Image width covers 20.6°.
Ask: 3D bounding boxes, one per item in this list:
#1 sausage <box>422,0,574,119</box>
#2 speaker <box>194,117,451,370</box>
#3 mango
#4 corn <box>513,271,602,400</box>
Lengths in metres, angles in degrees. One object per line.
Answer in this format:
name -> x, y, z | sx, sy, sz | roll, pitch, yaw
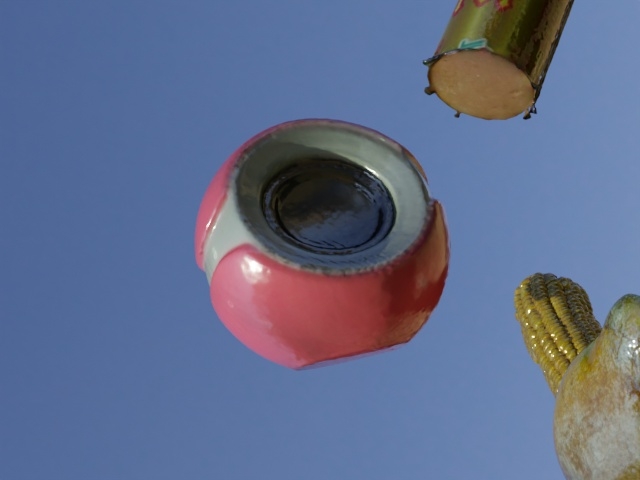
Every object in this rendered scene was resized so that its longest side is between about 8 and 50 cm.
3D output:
sausage -> 0.225, -0.281, 1.908 | 0.117, 0.125, 0.317 | 76, -146, -59
speaker -> 0.000, 0.000, 2.006 | 0.294, 0.294, 0.294 | -26, -55, -44
mango -> 0.340, 0.182, 1.865 | 0.146, 0.193, 0.316 | -33, -36, -30
corn -> 0.309, 0.140, 2.127 | 0.102, 0.313, 0.102 | -5, -60, -9
